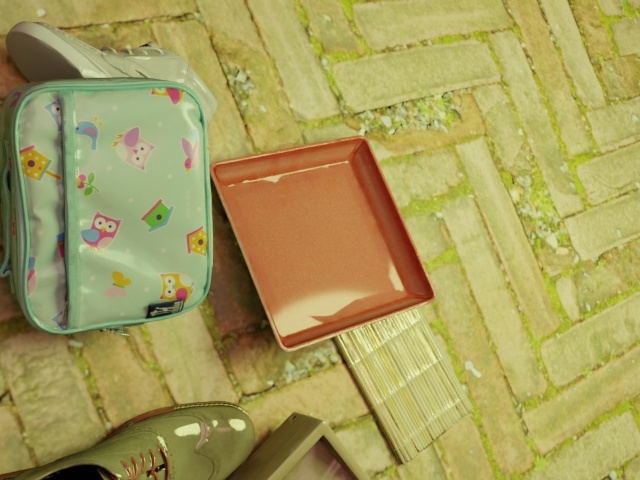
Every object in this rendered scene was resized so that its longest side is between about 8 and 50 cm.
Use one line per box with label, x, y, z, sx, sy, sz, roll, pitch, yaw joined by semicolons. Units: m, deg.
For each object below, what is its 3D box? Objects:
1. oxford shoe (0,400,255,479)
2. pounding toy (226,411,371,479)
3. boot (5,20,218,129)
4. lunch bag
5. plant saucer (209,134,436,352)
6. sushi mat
oxford shoe;-0.202;0.261;0.898;0.348;0.130;0.123;-19;88;-34
pounding toy;-0.035;0.345;1.012;0.206;0.094;0.181;-43;107;-23
boot;-0.242;-0.198;1.024;0.258;0.095;0.123;39;54;-28
lunch bag;-0.234;-0.034;0.916;0.224;0.108;0.279;-7;104;-33
plant saucer;0.000;0.000;1.122;0.258;0.048;0.259;-15;75;-34
sushi mat;0.095;0.142;1.185;0.151;0.019;0.316;-31;95;-35
